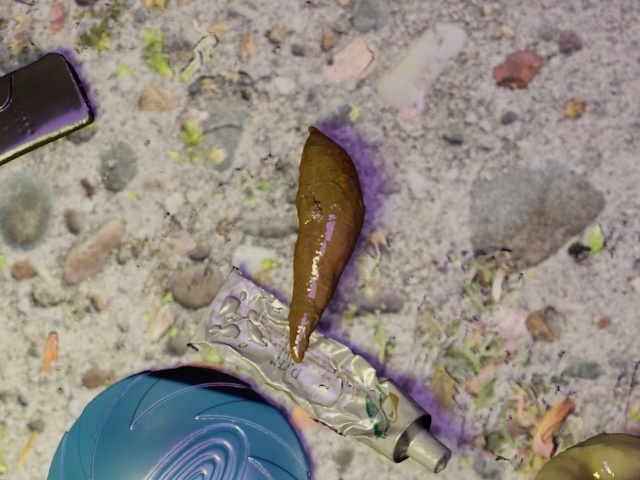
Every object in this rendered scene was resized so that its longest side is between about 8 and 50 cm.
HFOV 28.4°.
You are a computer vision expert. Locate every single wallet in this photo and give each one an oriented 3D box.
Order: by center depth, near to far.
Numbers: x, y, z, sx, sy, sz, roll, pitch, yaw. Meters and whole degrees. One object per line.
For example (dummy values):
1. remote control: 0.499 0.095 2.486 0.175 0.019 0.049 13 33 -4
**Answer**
1. wallet: -0.294 -0.113 1.180 0.157 0.018 0.082 -24 81 0

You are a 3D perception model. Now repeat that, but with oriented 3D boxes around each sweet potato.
1. sweet potato: 0.006 -0.002 1.114 0.068 0.068 0.226 3 72 4

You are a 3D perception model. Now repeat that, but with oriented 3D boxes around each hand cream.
1. hand cream: 0.006 0.123 1.114 0.257 0.050 0.084 31 84 16

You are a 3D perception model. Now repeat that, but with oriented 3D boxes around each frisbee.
1. frisbee: -0.126 0.230 1.108 0.242 0.045 0.242 0 82 2

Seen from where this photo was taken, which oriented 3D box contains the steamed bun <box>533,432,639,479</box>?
1. steamed bun: 0.273 0.340 0.979 0.325 0.230 0.372 17 81 2
